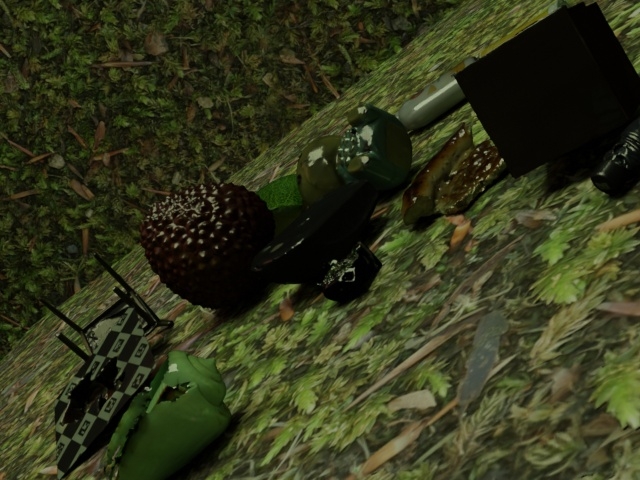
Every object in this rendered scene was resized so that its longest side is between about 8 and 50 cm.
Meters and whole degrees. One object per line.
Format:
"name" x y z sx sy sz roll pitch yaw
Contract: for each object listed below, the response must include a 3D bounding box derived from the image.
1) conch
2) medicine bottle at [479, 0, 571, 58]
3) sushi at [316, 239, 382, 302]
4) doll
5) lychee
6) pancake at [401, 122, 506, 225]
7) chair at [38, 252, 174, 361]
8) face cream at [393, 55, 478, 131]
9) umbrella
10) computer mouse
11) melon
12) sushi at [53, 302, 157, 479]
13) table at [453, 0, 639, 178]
"conch" -0.228 0.264 1.139 0.250 0.137 0.143 -43 15 -17
"medicine bottle" 0.451 -0.441 1.793 0.218 0.074 0.074 -26 19 45
"sushi" 0.041 0.058 1.294 0.085 0.056 0.083 -27 25 35
"doll" 0.057 -0.152 1.679 0.261 0.162 0.177 -24 59 43
"lychee" -0.222 0.012 1.683 0.276 0.304 0.275 20 -90 -90
"pancake" 0.212 -0.108 1.373 0.212 0.056 0.257 -38 14 4
"chair" -0.459 0.193 1.829 0.188 0.272 0.166 -41 43 -5
"face cream" 0.252 -0.318 1.903 0.291 0.071 0.144 -34 15 22
"umbrella" 0.408 -0.141 0.977 0.224 0.080 0.071 -45 50 -12
"computer mouse" 0.000 0.000 1.477 0.170 0.100 0.269 -17 21 50
"melon" -0.097 -0.086 1.950 0.196 0.124 0.323 -26 19 18
"sushi" -0.413 0.297 1.619 0.292 0.059 0.294 -50 28 5
"table" 0.320 -0.216 1.123 0.169 0.172 0.193 -29 3 35
